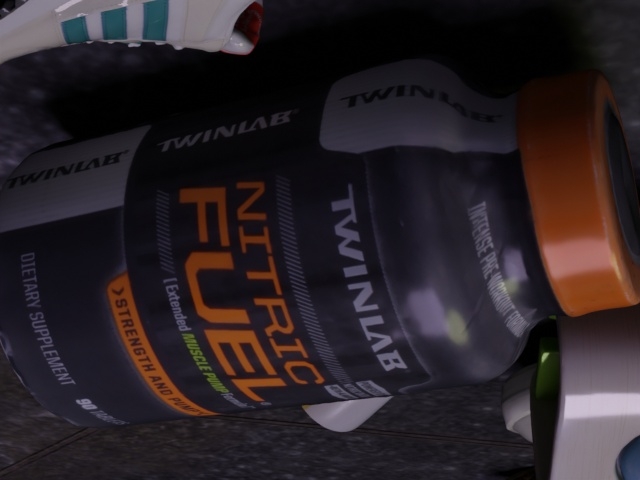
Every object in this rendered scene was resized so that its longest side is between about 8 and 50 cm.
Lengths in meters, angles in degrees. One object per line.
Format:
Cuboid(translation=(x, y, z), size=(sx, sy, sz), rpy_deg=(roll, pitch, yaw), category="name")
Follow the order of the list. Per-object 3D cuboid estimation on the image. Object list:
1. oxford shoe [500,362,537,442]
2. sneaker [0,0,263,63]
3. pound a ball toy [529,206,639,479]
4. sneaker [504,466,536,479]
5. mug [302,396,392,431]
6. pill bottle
Cuboid(translation=(0.319, 0.165, 0.700), size=(0.449, 0.130, 0.169), rpy_deg=(20, 150, -24), category="oxford shoe")
Cuboid(translation=(-0.061, -0.081, 0.353), size=(0.161, 0.057, 0.075), rpy_deg=(-19, 139, 30), category="sneaker")
Cuboid(translation=(0.268, 0.103, 0.512), size=(0.319, 0.136, 0.208), rpy_deg=(1, 130, 6), category="pound a ball toy")
Cuboid(translation=(0.245, 0.223, 0.875), size=(0.192, 0.064, 0.086), rpy_deg=(-23, 137, 35), category="sneaker")
Cuboid(translation=(0.019, 0.075, 0.636), size=(0.078, 0.062, 0.064), rpy_deg=(16, 142, -35), category="mug")
Cuboid(translation=(0.000, 0.000, 0.423), size=(0.246, 0.130, 0.130), rpy_deg=(-11, 149, 23), category="pill bottle")
